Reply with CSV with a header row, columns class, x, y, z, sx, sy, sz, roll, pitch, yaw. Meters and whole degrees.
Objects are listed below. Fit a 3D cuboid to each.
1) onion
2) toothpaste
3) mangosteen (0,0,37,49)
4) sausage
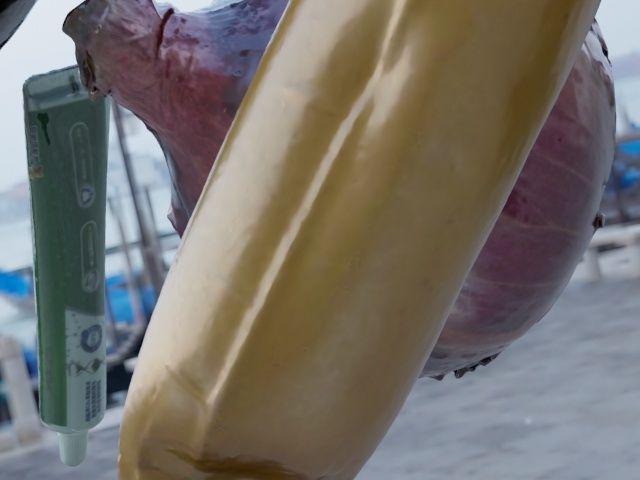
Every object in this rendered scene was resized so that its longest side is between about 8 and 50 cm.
class,x,y,z,sx,sy,sz,roll,pitch,yaw
onion,-0.002,-0.083,1.042,0.385,0.348,0.348,21,-16,-31
toothpaste,-0.226,0.032,1.400,0.061,0.392,0.099,19,28,35
mangosteen,-0.352,-0.250,0.956,0.382,0.382,0.435,-12,8,14
sausage,0.004,0.002,0.582,0.112,0.328,0.112,24,12,-5
